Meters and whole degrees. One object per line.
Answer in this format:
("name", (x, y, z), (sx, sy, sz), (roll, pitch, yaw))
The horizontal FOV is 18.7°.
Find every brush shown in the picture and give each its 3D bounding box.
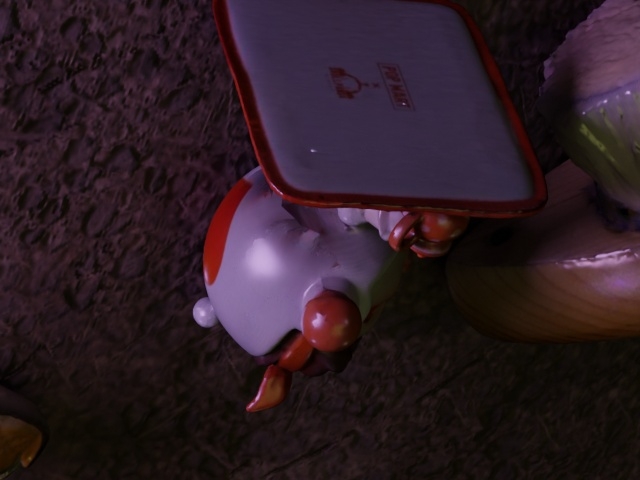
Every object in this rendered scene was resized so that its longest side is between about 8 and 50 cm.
("brush", (0.184, -0.044, 1.177), (0.266, 0.174, 0.166), (-24, 118, 12))

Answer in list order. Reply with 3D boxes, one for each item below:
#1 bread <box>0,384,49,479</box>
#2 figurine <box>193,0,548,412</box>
("bread", (-0.250, 0.091, 1.097), (0.214, 0.053, 0.073), (16, 117, -38))
("figurine", (0.000, 0.000, 1.104), (0.160, 0.183, 0.226), (3, 133, -20))
